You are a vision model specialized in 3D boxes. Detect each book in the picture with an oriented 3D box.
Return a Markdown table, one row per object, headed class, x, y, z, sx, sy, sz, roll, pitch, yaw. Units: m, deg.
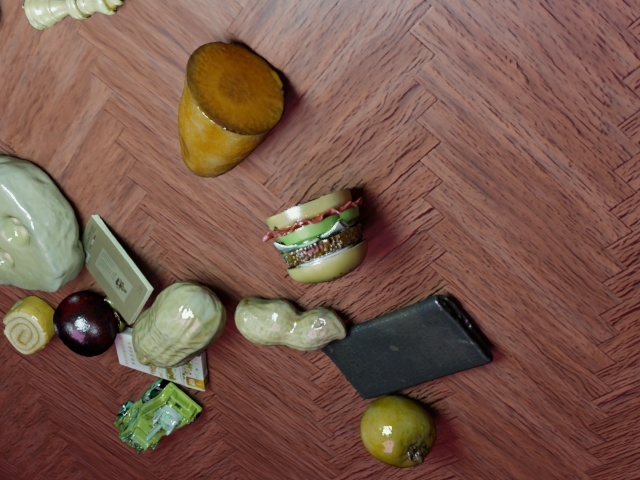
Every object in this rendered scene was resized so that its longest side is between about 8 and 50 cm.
| class | x | y | z | sx | sy | sz | roll | pitch | yaw |
| --- | --- | --- | --- | --- | --- | --- | --- | --- | --- |
| book | -0.419 | 0.060 | 1.551 | 0.198 | 0.016 | 0.138 | 50 | 134 | 12 |

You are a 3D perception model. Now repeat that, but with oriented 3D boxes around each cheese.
| class | x | y | z | sx | sy | sz | roll | pitch | yaw |
| --- | --- | --- | --- | --- | --- | --- | --- | --- | --- |
| cheese | -0.629 | -0.026 | 1.548 | 0.326 | 0.115 | 0.318 | 46 | 131 | -7 |

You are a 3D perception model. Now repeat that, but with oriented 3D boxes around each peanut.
| class | x | y | z | sx | sy | sz | roll | pitch | yaw |
| --- | --- | --- | --- | --- | --- | --- | --- | --- | --- |
| peanut | -0.289 | 0.172 | 1.546 | 0.152 | 0.152 | 0.313 | 37 | 140 | -8 |
| peanut | -0.058 | 0.162 | 1.474 | 0.228 | 0.085 | 0.104 | 9 | 127 | 16 |

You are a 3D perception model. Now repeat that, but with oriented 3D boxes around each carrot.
| class | x | y | z | sx | sy | sz | roll | pitch | yaw |
| --- | --- | --- | --- | --- | --- | --- | --- | --- | --- |
| carrot | -0.160 | -0.182 | 1.210 | 0.159 | 0.159 | 0.225 | 34 | 147 | -5 |

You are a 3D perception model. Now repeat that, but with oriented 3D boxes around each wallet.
| class | x | y | z | sx | sy | sz | roll | pitch | yaw |
| --- | --- | --- | --- | --- | --- | --- | --- | --- | --- |
| wallet | 0.151 | 0.203 | 1.443 | 0.321 | 0.044 | 0.170 | -26 | 113 | 42 |

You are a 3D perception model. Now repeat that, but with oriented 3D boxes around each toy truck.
| class | x | y | z | sx | sy | sz | roll | pitch | yaw |
| --- | --- | --- | --- | --- | --- | --- | --- | --- | --- |
| toy truck | -0.410 | 0.437 | 1.835 | 0.128 | 0.135 | 0.259 | 44 | 135 | -14 |

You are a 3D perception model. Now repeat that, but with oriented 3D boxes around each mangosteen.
| class | x | y | z | sx | sy | sz | roll | pitch | yaw |
| --- | --- | --- | --- | --- | --- | --- | --- | --- | --- |
| mangosteen | -0.496 | 0.174 | 1.661 | 0.152 | 0.152 | 0.152 | 13 | 132 | 15 |

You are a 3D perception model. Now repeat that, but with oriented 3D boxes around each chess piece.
| class | x | y | z | sx | sy | sz | roll | pitch | yaw |
| --- | --- | --- | --- | --- | --- | --- | --- | --- | --- |
| chess piece | -0.380 | -0.370 | 1.197 | 0.172 | 0.060 | 0.060 | -2 | 127 | 23 |

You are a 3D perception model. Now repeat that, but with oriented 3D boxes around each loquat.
| class | x | y | z | sx | sy | sz | roll | pitch | yaw |
| --- | --- | --- | --- | --- | --- | --- | --- | --- | --- |
| loquat | 0.154 | 0.377 | 1.516 | 0.163 | 0.137 | 0.163 | 38 | 176 | 3 |

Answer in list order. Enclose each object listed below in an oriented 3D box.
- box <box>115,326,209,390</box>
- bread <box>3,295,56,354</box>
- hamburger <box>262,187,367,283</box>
| class | x | y | z | sx | sy | sz | roll | pitch | yaw |
| --- | --- | --- | --- | --- | --- | --- | --- | --- | --- |
| box | -0.360 | 0.266 | 1.736 | 0.220 | 0.032 | 0.122 | 14 | 132 | 14 |
| bread | -0.679 | 0.194 | 1.802 | 0.149 | 0.073 | 0.122 | -32 | 104 | 38 |
| hamburger | 0.003 | -0.001 | 1.243 | 0.175 | 0.175 | 0.137 | -20 | 95 | 36 |
